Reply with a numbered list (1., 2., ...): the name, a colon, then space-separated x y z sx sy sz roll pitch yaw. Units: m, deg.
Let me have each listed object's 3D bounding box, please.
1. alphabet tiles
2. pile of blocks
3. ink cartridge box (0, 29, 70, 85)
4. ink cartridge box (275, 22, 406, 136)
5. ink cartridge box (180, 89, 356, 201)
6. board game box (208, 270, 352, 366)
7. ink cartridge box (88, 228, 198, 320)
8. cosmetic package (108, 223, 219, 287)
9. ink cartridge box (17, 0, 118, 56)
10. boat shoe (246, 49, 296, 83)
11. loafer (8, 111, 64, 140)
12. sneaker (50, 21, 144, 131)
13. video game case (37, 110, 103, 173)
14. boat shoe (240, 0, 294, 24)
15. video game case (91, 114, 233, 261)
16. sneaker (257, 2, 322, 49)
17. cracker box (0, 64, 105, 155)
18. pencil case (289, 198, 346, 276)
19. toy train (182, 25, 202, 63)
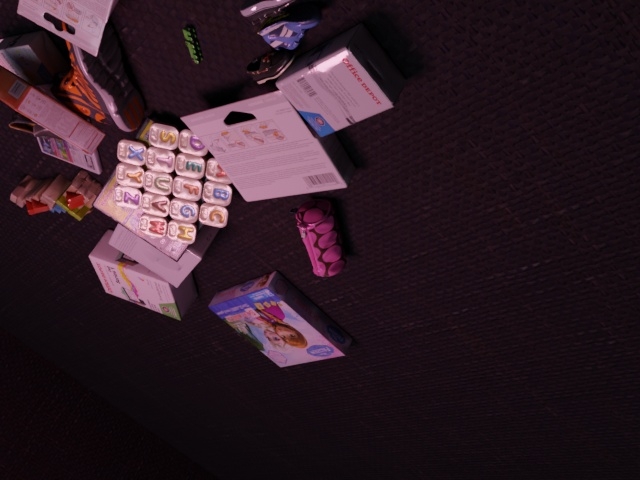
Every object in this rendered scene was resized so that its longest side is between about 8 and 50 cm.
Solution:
1. alphabet tiles: -0.343 -0.130 1.698 0.278 0.021 0.284 12 114 -1
2. pile of blocks: -0.754 -0.105 2.080 0.362 0.113 0.149 0 137 36
3. ink cartridge box: -0.675 -0.411 1.668 0.181 0.061 0.104 2 138 34
4. ink cartridge box: 0.036 -0.285 1.318 0.190 0.082 0.139 -16 127 44
5. ink cartridge box: -0.109 -0.206 1.538 0.296 0.066 0.261 -5 134 38
6. board game box: -0.122 0.240 2.130 0.318 0.066 0.318 43 143 -21
7. ink cartridge box: -0.529 0.103 2.189 0.278 0.117 0.201 18 145 16
8. cosmetic package: -0.411 -0.022 1.925 0.224 0.138 0.224 34 145 -11
9. ink cartridge box: -0.462 -0.489 1.370 0.181 0.056 0.225 29 129 -3
10. boat shoe: -0.095 -0.331 1.370 0.042 0.049 0.133 41 155 -26
11. loafer: -0.693 -0.277 1.814 0.170 0.061 0.062 19 145 12
12. sneaker: -0.516 -0.365 1.563 0.180 0.124 0.321 13 143 20
13. video game case: -0.660 -0.271 1.878 0.183 0.023 0.201 21 146 10
14. boat shoe: -0.082 -0.412 1.271 0.142 0.049 0.040 0 143 45
15. video game case: -0.371 -0.119 1.737 0.248 0.035 0.275 35 112 -10
16. sneaker: -0.045 -0.375 1.287 0.144 0.053 0.059 0 139 46
17. cracker box: -0.620 -0.293 1.645 0.155 0.067 0.232 32 177 32
18. pencil case: 0.000 0.000 1.703 0.095 0.098 0.209 9 142 26
19. toy train: -0.255 -0.388 1.446 0.023 0.017 0.083 24 147 24
